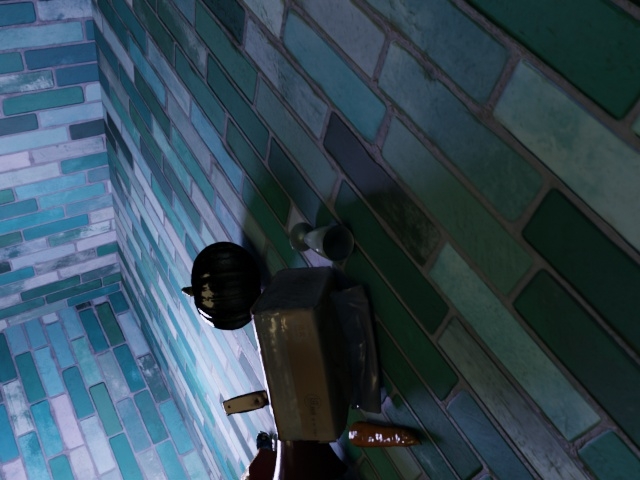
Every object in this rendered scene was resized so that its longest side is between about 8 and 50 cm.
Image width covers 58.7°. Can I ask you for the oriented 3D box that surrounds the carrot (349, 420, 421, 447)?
[{"bbox_3d":[0.136,0.404,1.181,0.224,0.057,0.057,-29,81,58],"label":"carrot"}]

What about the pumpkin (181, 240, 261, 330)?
[{"bbox_3d":[-0.270,0.124,1.559,0.250,0.217,0.249,174,90,-86],"label":"pumpkin"}]

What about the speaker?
[{"bbox_3d":[-0.092,0.462,1.480,0.259,0.198,0.329,-30,72,44],"label":"speaker"}]

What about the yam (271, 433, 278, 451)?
[{"bbox_3d":[-0.118,0.741,1.829,0.061,0.061,0.273,22,125,55],"label":"yam"}]

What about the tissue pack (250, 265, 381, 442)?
[{"bbox_3d":[0.007,0.229,1.175,0.239,0.239,0.305,19,123,56],"label":"tissue pack"}]

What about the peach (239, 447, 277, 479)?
[{"bbox_3d":[-0.101,0.747,1.587,0.380,0.306,0.242,39,106,29],"label":"peach"}]

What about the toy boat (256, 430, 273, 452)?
[{"bbox_3d":[-0.182,0.704,1.914,0.061,0.060,0.137,127,127,-79],"label":"toy boat"}]

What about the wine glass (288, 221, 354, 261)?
[{"bbox_3d":[0.000,0.000,1.149,0.155,0.074,0.073,10,115,62],"label":"wine glass"}]
